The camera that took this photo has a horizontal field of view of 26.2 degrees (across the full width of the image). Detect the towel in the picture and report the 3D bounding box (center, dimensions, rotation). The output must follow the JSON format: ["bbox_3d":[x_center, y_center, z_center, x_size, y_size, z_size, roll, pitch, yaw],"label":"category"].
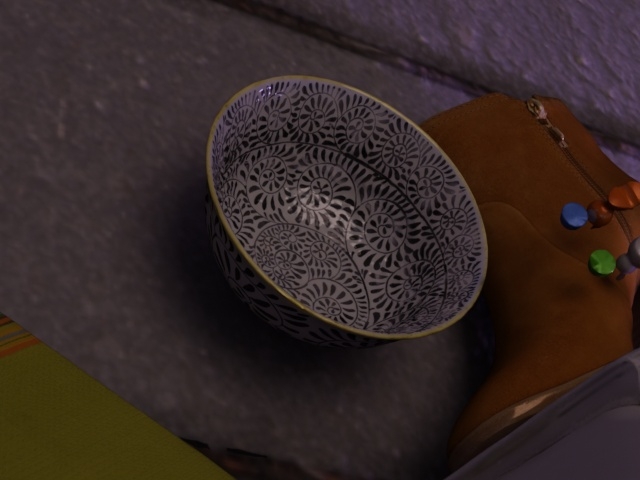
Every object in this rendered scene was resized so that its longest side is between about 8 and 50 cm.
[{"bbox_3d":[-0.129,0.077,0.558,0.237,0.021,0.102,30,29,26],"label":"towel"}]

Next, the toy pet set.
[{"bbox_3d":[0.201,0.029,0.781,0.114,0.065,0.122,-19,69,-20],"label":"toy pet set"}]

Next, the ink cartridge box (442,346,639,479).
[{"bbox_3d":[0.234,0.164,0.541,0.394,0.166,0.286,-10,64,-48],"label":"ink cartridge box"}]

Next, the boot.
[{"bbox_3d":[0.114,0.013,0.833,0.295,0.104,0.211,-19,65,-47],"label":"boot"}]

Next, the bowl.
[{"bbox_3d":[0.000,0.000,0.754,0.170,0.080,0.170,17,48,-20],"label":"bowl"}]
